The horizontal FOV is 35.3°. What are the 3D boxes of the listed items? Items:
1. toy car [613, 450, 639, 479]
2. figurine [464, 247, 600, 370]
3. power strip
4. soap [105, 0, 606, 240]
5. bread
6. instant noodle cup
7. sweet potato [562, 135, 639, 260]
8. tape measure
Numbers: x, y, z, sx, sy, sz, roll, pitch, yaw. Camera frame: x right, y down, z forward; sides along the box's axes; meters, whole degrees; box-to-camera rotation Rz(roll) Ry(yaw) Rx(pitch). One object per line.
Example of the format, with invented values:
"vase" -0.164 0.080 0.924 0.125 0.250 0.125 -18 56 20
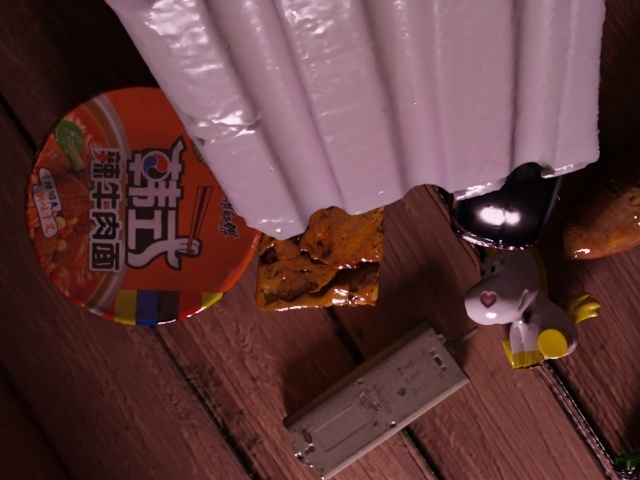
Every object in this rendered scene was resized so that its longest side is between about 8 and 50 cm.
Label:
"toy car" 0.433 0.260 1.193 0.165 0.071 0.062 0 79 1
"figurine" 0.233 0.066 1.178 0.178 0.109 0.129 47 67 -2
"power strip" 0.080 0.182 1.208 0.268 0.034 0.092 -36 93 4
"soap" 0.041 -0.198 0.825 0.350 0.435 0.213 -11 68 8
"bread" 0.000 0.000 1.138 0.143 0.158 0.149 2 93 -4
"instant noodle cup" -0.181 -0.042 1.117 0.250 0.192 0.250 0 94 1
"sweet potato" 0.434 -0.099 1.149 0.385 0.109 0.109 -34 93 2
"tape measure" 0.209 -0.100 1.102 0.135 0.202 0.223 9 90 3
